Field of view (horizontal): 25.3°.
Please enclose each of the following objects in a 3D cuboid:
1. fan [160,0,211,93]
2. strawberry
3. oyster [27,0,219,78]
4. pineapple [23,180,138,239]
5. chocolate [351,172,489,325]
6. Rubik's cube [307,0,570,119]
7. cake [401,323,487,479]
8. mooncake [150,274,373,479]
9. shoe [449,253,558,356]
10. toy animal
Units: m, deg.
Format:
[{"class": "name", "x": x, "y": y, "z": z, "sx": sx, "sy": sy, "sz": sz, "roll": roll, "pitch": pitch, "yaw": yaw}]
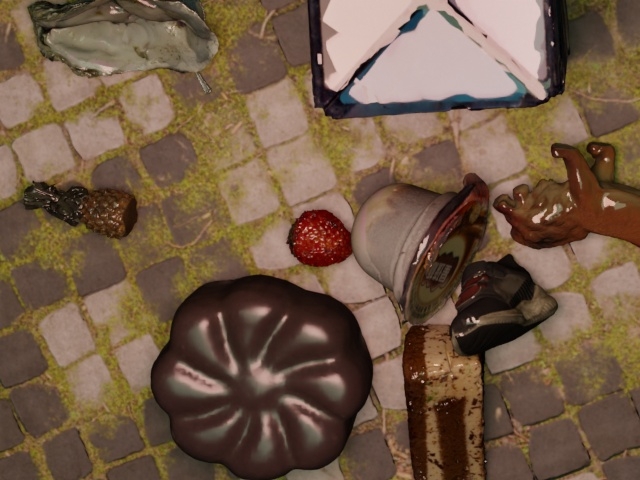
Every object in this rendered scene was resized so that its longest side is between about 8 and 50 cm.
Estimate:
[{"class": "fan", "x": -0.199, "y": -0.278, "z": 1.969, "sx": 0.113, "sy": 0.005, "sz": 0.175, "roll": -31, "pitch": 93, "yaw": 13}, {"class": "strawberry", "x": 0.000, "y": 0.000, "z": 1.953, "sx": 0.096, "sy": 0.083, "sz": 0.083, "roll": 9, "pitch": 102, "yaw": -22}, {"class": "oyster", "x": -0.269, "y": -0.277, "z": 1.931, "sx": 0.199, "sy": 0.087, "sz": 0.252, "roll": 37, "pitch": 144, "yaw": -29}, {"class": "pineapple", "x": -0.338, "y": -0.049, "z": 1.998, "sx": 0.159, "sy": 0.074, "sz": 0.074, "roll": 12, "pitch": 101, "yaw": 11}, {"class": "chocolate", "x": 0.119, "y": -0.010, "z": 1.892, "sx": 0.147, "sy": 0.221, "sz": 0.221, "roll": 34, "pitch": 103, "yaw": 20}, {"class": "Rubik's cube", "x": 0.151, "y": -0.323, "z": 1.755, "sx": 0.310, "sy": 0.305, "sz": 0.307, "roll": -2, "pitch": 101, "yaw": 9}, {"class": "cake", "x": 0.169, "y": 0.244, "z": 1.935, "sx": 0.112, "sy": 0.135, "sz": 0.246, "roll": 0, "pitch": 99, "yaw": 7}, {"class": "mooncake", "x": -0.083, "y": 0.188, "z": 1.957, "sx": 0.306, "sy": 0.154, "sz": 0.306, "roll": 1, "pitch": 97, "yaw": 6}, {"class": "shoe", "x": 0.222, "y": 0.079, "z": 1.872, "sx": 0.099, "sy": 0.227, "sz": 0.112, "roll": -38, "pitch": 72, "yaw": 31}, {"class": "toy animal", "x": 0.388, "y": -0.044, "z": 1.888, "sx": 0.312, "sy": 0.097, "sz": 0.158, "roll": 12, "pitch": 111, "yaw": 4}]
